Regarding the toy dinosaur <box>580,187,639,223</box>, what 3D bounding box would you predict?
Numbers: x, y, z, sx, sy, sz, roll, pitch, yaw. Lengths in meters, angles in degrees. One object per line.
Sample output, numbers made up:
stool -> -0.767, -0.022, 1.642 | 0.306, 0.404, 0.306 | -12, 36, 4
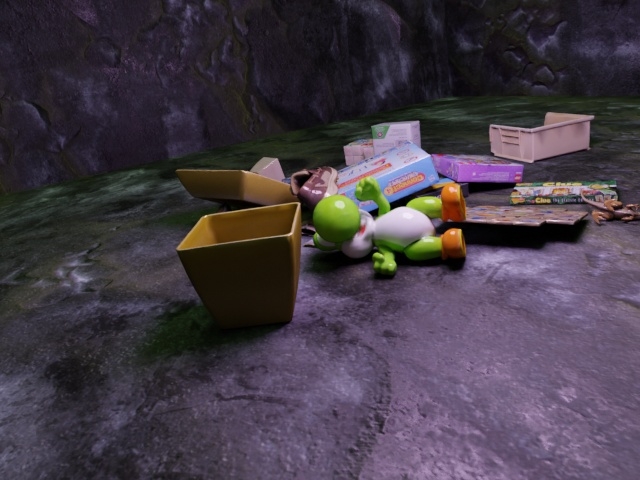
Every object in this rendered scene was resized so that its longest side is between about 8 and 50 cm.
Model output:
toy dinosaur -> 0.682, -0.073, 1.249 | 0.112, 0.064, 0.211 | -1, 20, -39

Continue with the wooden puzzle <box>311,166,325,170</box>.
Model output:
wooden puzzle -> -0.005, -0.308, 2.287 | 0.083, 0.006, 0.049 | -24, 24, -36

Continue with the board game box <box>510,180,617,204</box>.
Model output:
board game box -> 0.664, -0.131, 1.445 | 0.259, 0.031, 0.136 | 1, 19, 27

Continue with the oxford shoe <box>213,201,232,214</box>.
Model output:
oxford shoe -> -0.312, -0.061, 1.622 | 0.096, 0.083, 0.227 | -20, 16, 0

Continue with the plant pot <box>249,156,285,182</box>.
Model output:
plant pot -> -0.220, -0.264, 2.127 | 0.096, 0.109, 0.109 | -35, 29, -28

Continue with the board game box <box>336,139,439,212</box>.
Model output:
board game box -> 0.182, -0.195, 1.649 | 0.308, 0.086, 0.302 | -23, 18, 6

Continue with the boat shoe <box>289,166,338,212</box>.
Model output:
boat shoe -> -0.028, -0.168, 1.559 | 0.123, 0.123, 0.342 | 28, 19, -12

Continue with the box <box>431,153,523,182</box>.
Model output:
box -> 0.494, -0.237, 1.710 | 0.200, 0.057, 0.293 | 1, 15, -5

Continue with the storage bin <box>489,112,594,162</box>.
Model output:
storage bin -> 0.812, -0.389, 1.965 | 0.262, 0.123, 0.260 | -14, 20, -13

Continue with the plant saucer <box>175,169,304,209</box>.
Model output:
plant saucer -> -0.247, -0.153, 1.703 | 0.332, 0.081, 0.332 | 7, -3, 38

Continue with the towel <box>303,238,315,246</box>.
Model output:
towel -> 0.000, 0.000, 1.405 | 0.060, 0.010, 0.083 | 5, 24, 38

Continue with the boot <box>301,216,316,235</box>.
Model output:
boot -> 0.000, -0.040, 1.484 | 0.118, 0.042, 0.087 | -1, 27, 25

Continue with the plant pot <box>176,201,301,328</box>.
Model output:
plant pot -> -0.134, 0.054, 1.045 | 0.212, 0.187, 0.212 | -8, 19, 5

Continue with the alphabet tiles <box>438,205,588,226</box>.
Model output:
alphabet tiles -> 0.451, -0.062, 1.289 | 0.342, 0.011, 0.285 | 5, 12, 35

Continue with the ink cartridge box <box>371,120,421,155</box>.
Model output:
ink cartridge box -> 0.271, -0.306, 1.853 | 0.152, 0.209, 0.086 | 5, 21, 34

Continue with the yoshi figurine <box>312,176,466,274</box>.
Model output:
yoshi figurine -> 0.133, -0.036, 1.181 | 0.361, 0.203, 0.204 | -4, 26, 23

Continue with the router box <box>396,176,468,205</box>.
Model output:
router box -> 0.338, -0.146, 1.608 | 0.178, 0.046, 0.133 | -17, 21, -21

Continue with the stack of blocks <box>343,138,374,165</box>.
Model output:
stack of blocks -> 0.247, -0.370, 2.221 | 0.297, 0.087, 0.171 | 6, 24, 36

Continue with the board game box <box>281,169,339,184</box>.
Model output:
board game box -> -0.011, -0.207, 1.924 | 0.194, 0.060, 0.194 | -19, 23, -27
